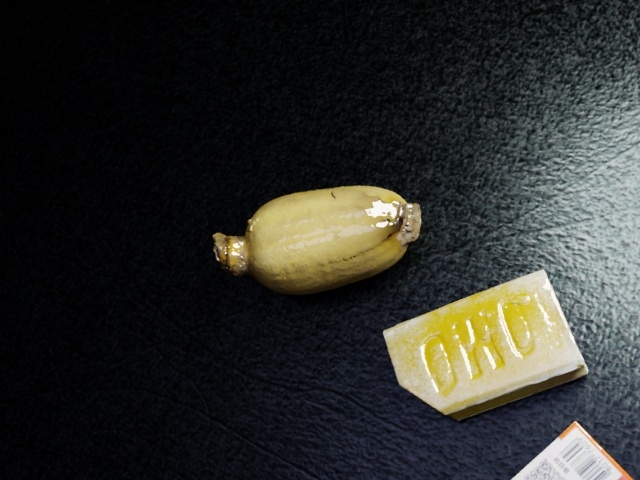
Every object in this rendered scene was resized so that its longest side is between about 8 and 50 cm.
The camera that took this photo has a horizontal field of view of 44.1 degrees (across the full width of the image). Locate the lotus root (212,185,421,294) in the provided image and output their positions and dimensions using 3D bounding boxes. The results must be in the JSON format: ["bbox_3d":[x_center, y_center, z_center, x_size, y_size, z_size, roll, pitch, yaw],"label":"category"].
[{"bbox_3d":[0.000,-0.002,1.144,0.303,0.131,0.146,-12,69,14],"label":"lotus root"}]

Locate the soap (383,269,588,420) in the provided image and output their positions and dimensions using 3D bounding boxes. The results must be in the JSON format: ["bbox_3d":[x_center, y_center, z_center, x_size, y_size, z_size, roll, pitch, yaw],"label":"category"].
[{"bbox_3d":[0.214,0.146,1.044,0.232,0.073,0.140,-23,61,13],"label":"soap"}]

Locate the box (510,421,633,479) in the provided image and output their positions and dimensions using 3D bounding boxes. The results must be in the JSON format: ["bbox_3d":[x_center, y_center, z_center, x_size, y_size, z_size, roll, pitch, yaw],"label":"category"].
[{"bbox_3d":[0.304,0.404,0.932,0.265,0.048,0.273,-42,65,2],"label":"box"}]
